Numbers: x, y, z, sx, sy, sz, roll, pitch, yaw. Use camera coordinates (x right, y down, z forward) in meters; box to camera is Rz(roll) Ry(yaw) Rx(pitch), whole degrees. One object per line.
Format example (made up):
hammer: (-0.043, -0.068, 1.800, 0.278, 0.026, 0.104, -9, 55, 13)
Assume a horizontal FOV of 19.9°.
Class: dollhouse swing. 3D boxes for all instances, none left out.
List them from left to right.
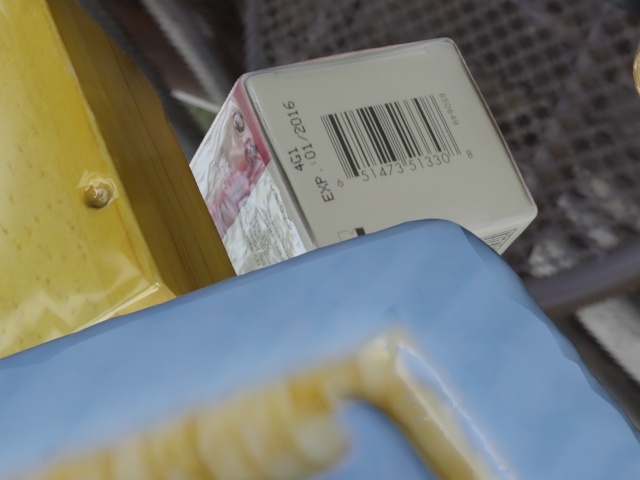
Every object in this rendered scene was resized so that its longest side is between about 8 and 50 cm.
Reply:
dollhouse swing: (-0.189, 0.078, 1.062, 0.346, 0.305, 0.315, -32, 63, 14)

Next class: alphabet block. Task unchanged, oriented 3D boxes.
alphabet block: (-0.014, 0.146, 0.373, 0.193, 0.192, 0.197, 56, 154, 36)

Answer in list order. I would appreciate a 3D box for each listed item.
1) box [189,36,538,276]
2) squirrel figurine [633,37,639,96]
box: (0.000, 0.000, 1.094, 0.127, 0.148, 0.232, 66, 149, 19)
squirrel figurine: (0.318, -0.155, 0.794, 0.397, 0.370, 0.281, -28, 26, -7)
